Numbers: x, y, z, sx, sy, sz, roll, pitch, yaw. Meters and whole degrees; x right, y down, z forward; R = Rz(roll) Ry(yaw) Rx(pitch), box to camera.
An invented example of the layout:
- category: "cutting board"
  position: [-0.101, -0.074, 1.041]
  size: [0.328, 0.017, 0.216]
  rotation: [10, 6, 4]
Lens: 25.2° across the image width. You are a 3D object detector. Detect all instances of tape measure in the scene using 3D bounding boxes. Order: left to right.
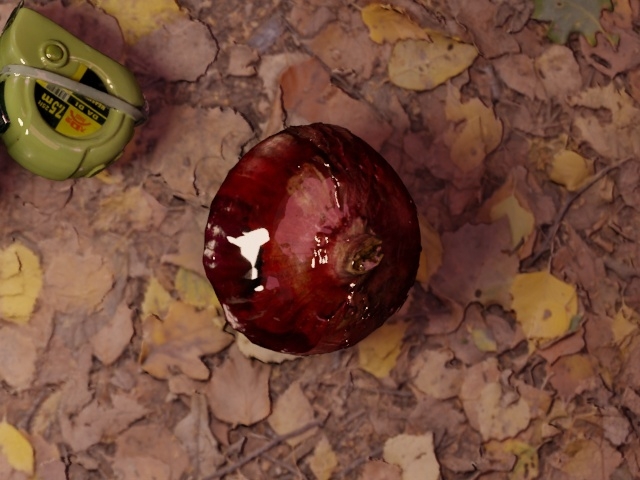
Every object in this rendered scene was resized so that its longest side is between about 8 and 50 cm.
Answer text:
- category: "tape measure"
  position: [-0.267, -0.139, 1.486]
  size: [0.177, 0.087, 0.154]
  rotation: [28, 62, -18]

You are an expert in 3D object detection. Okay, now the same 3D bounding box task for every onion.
- category: "onion"
  position: [0.000, 0.000, 1.510]
  size: [0.252, 0.219, 0.252]
  rotation: [-1, 93, -23]
